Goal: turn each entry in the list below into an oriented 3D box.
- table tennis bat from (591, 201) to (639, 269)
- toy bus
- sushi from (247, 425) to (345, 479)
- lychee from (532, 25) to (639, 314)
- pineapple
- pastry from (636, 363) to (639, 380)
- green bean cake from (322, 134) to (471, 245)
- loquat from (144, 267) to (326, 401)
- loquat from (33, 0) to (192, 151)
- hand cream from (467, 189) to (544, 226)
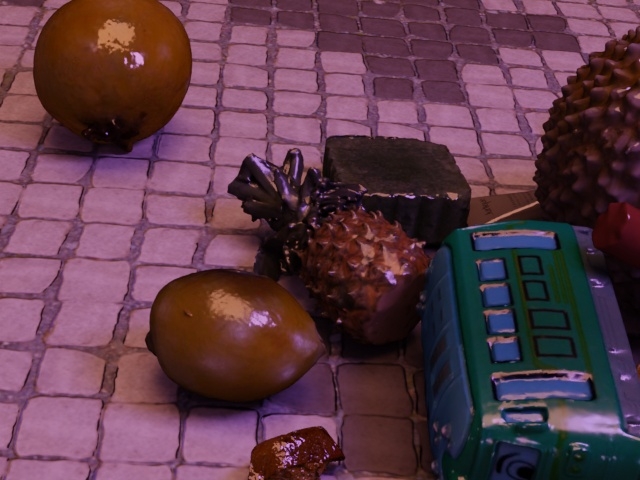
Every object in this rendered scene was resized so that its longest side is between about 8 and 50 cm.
[{"bbox_3d":[0.463,0.064,1.145,0.414,0.268,0.051,24,41,-20],"label":"table tennis bat"},{"bbox_3d":[0.206,0.138,1.099,0.199,0.184,0.344,6,39,-4],"label":"toy bus"},{"bbox_3d":[-0.025,0.220,1.066,0.117,0.061,0.060,-13,72,-23],"label":"sushi"},{"bbox_3d":[0.443,-0.095,1.295,0.380,0.432,0.381,-7,68,18],"label":"lychee"},{"bbox_3d":[0.000,0.000,1.309,0.170,0.141,0.310,-48,53,2],"label":"pineapple"},{"bbox_3d":[0.386,0.210,1.112,0.188,0.103,0.189,5,36,-3],"label":"pastry"},{"bbox_3d":[0.099,-0.071,1.472,0.183,0.094,0.185,0,35,-10],"label":"green bean cake"},{"bbox_3d":[-0.091,0.101,1.150,0.195,0.152,0.152,1,35,2],"label":"loquat"},{"bbox_3d":[-0.294,-0.239,1.535,0.243,0.244,0.244,5,35,-3],"label":"loquat"},{"bbox_3d":[0.290,-0.044,1.510,0.186,0.054,0.087,-6,33,-7],"label":"hand cream"}]
